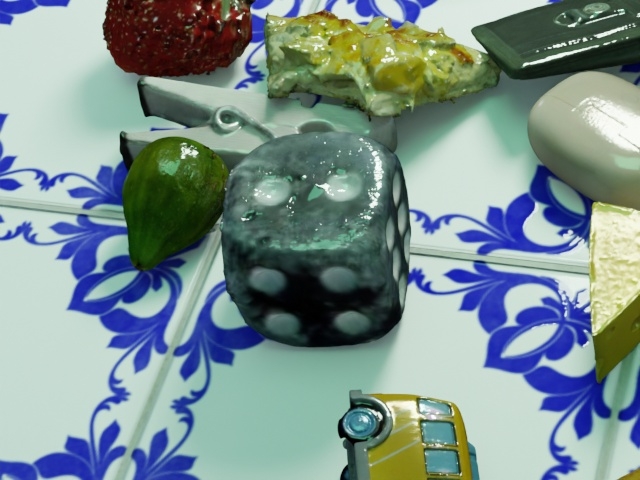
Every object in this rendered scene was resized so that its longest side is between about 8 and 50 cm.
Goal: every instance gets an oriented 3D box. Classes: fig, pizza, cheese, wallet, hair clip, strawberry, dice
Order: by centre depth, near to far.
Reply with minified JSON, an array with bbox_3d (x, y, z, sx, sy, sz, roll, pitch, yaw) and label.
[{"bbox_3d":[0.322,0.061,1.660,0.126,0.093,0.171,16,56,21],"label":"cheese"},{"bbox_3d":[0.000,0.000,1.727,0.183,0.182,0.181,-2,52,12],"label":"dice"},{"bbox_3d":[-0.181,-0.039,1.844,0.123,0.123,0.156,17,63,25],"label":"fig"},{"bbox_3d":[-0.075,-0.124,1.913,0.331,0.085,0.101,8,55,11],"label":"hair clip"},{"bbox_3d":[0.319,-0.255,1.916,0.245,0.052,0.168,-12,33,-11],"label":"wallet"},{"bbox_3d":[0.047,-0.227,1.925,0.324,0.089,0.223,13,26,21],"label":"pizza"},{"bbox_3d":[-0.194,-0.288,2.029,0.201,0.187,0.184,-35,72,19],"label":"strawberry"}]

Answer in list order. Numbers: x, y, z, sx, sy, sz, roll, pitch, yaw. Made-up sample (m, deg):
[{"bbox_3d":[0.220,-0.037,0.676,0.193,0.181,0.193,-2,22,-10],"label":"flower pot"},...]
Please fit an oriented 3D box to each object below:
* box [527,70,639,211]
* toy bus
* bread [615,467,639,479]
[{"bbox_3d":[0.333,-0.115,1.806,0.146,0.088,0.200,-38,52,-18],"label":"box"},{"bbox_3d":[0.088,0.251,1.540,0.136,0.126,0.209,-3,50,0],"label":"toy bus"},{"bbox_3d":[0.362,0.260,1.442,0.288,0.119,0.152,-24,95,-7],"label":"bread"}]
